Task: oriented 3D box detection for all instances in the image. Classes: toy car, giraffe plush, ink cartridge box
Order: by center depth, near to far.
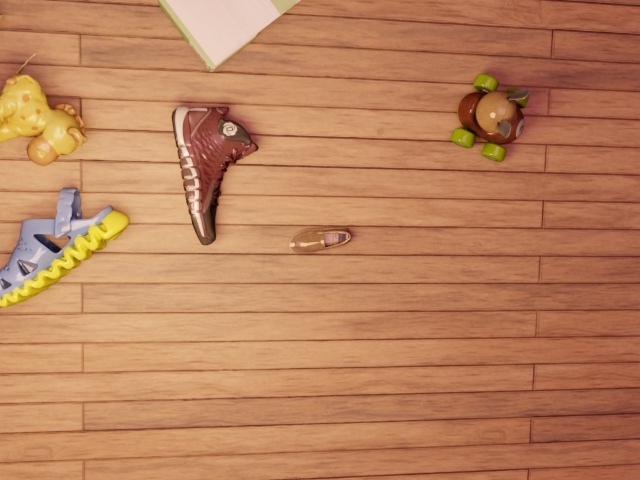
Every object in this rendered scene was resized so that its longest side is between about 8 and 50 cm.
[{"bbox_3d":[-0.532,-0.218,1.307,0.210,0.181,0.170,-42,113,14],"label":"giraffe plush"},{"bbox_3d":[-0.179,-0.477,1.388,0.235,0.056,0.171,-39,101,-7],"label":"ink cartridge box"},{"bbox_3d":[0.375,-0.256,1.430,0.148,0.188,0.155,22,92,-10],"label":"toy car"}]

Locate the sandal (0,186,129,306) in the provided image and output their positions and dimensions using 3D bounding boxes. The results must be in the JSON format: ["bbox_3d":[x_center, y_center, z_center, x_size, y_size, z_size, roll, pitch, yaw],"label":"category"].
[{"bbox_3d":[-0.535,0.011,1.354,0.317,0.126,0.138,-39,97,-12],"label":"sandal"}]

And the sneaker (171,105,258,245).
[{"bbox_3d":[-0.197,-0.138,1.396,0.162,0.106,0.282,-11,97,-11],"label":"sneaker"}]

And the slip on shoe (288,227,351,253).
[{"bbox_3d":[0.000,0.000,1.470,0.135,0.041,0.052,-5,96,-9],"label":"slip on shoe"}]

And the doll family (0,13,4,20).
[{"bbox_3d":[-0.688,-0.411,1.308,0.193,0.076,0.111,-44,96,-8],"label":"doll family"}]
